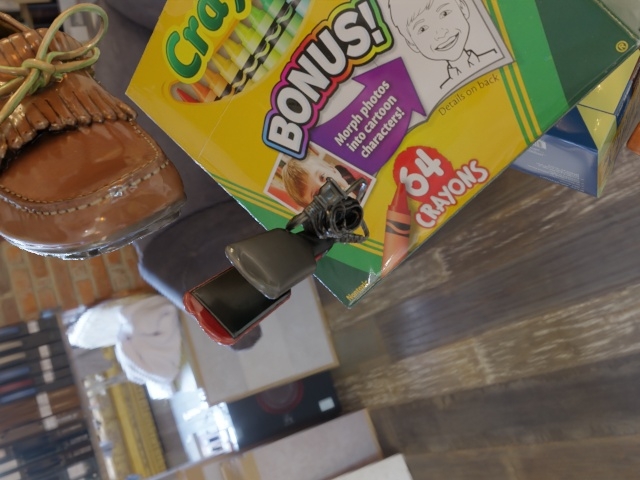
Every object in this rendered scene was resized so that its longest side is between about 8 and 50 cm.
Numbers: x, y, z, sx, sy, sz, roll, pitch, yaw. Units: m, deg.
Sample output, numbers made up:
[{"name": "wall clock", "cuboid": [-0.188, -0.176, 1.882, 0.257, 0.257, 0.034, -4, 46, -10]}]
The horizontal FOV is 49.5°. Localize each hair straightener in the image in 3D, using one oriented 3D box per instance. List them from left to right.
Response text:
[{"name": "hair straightener", "cuboid": [0.000, 0.000, 0.469, 0.047, 0.230, 0.089, 47, 113, 10]}]

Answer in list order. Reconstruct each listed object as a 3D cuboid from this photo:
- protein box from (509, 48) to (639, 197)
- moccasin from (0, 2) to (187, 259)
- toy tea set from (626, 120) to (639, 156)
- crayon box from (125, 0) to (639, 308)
[{"name": "protein box", "cuboid": [0.288, -0.173, 0.892, 0.199, 0.201, 0.136, 24, 88, 25]}, {"name": "moccasin", "cuboid": [-0.224, -0.107, 0.547, 0.380, 0.139, 0.147, 42, 148, 46]}, {"name": "toy tea set", "cuboid": [0.510, -0.225, 0.839, 0.124, 0.200, 0.336, 31, 115, 17]}, {"name": "crayon box", "cuboid": [0.027, -0.158, 0.605, 0.313, 0.106, 0.363, 43, 131, 0]}]
